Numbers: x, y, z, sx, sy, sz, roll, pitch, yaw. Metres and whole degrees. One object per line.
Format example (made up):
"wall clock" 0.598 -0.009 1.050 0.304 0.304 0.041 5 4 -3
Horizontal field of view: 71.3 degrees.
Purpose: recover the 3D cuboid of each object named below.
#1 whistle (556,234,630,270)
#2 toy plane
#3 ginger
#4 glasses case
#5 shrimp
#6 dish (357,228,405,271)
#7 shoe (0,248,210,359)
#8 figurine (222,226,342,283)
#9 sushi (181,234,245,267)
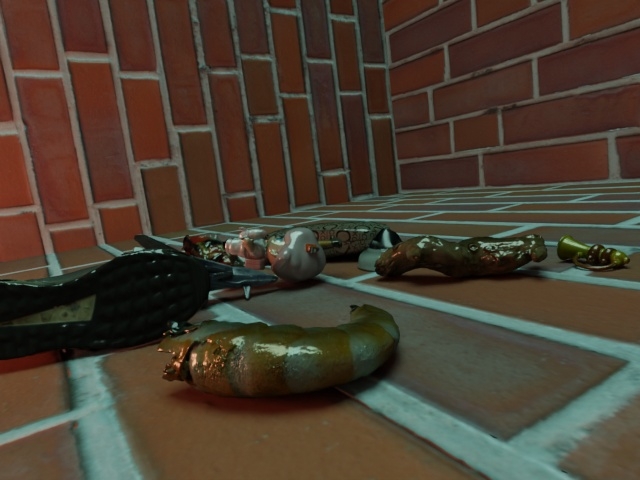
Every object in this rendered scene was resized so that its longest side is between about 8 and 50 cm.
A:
"whistle" 0.448 0.022 0.742 0.057 0.046 0.109 5 9 -22
"toy plane" -0.209 0.076 0.801 0.267 0.212 0.088 9 49 -12
"ginger" 0.234 0.021 0.777 0.290 0.084 0.122 -5 15 18
"glasses case" 0.000 0.000 1.113 0.354 0.085 0.137 -5 5 27
"shrimp" -0.009 0.105 0.488 0.287 0.068 0.185 -12 11 -38
"dish" 0.145 0.012 0.944 0.141 0.078 0.141 -7 8 1
"shoe" -0.338 0.097 0.688 0.336 0.133 0.171 -10 -2 -12
"figurine" -0.076 0.026 0.877 0.228 0.112 0.137 7 -1 7
"sushi" -0.228 0.047 0.979 0.103 0.097 0.226 -18 28 -29
